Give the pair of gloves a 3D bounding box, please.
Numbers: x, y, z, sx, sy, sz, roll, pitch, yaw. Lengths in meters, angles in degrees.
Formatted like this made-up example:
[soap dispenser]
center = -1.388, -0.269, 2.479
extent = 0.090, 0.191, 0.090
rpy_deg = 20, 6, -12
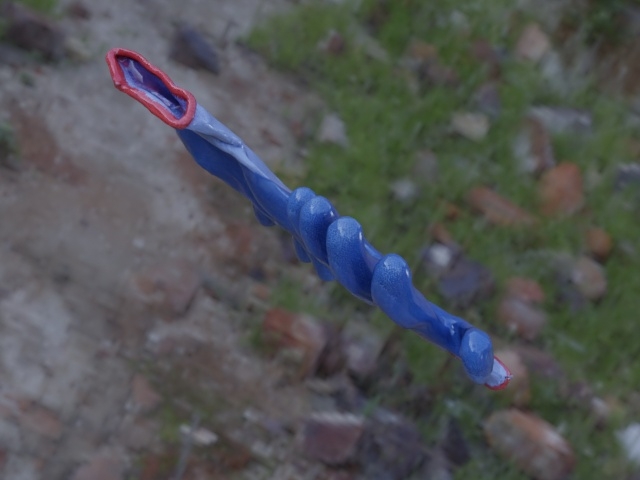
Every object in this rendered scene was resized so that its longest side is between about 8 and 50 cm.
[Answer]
[pair of gloves]
center = 0.000, 0.000, 0.655
extent = 0.198, 0.023, 0.159
rpy_deg = 39, -1, 31
